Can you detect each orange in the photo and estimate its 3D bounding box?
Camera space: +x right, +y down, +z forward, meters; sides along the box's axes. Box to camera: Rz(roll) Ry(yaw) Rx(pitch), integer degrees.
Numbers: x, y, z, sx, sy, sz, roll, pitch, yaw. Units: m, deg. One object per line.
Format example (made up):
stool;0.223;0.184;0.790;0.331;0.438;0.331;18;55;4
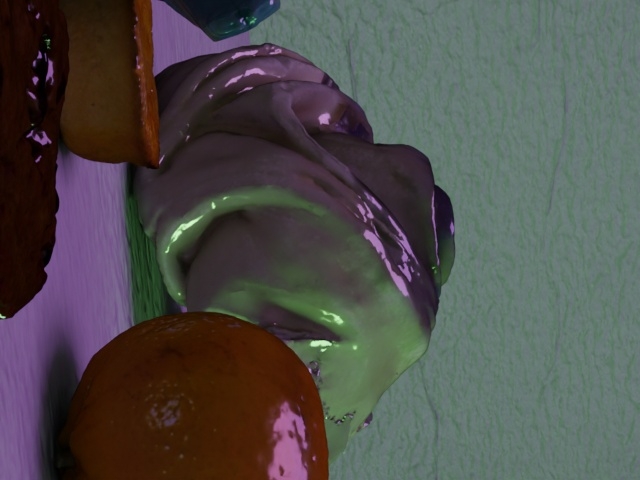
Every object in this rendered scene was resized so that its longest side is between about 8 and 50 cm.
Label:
orange;-0.072;0.129;0.886;0.177;0.155;0.178;5;90;-89

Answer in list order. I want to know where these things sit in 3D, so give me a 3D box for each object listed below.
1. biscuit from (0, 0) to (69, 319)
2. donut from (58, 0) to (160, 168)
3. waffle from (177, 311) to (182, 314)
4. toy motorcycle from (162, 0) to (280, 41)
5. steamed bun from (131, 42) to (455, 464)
biscuit;-0.140;-0.062;0.640;0.192;0.049;0.192;-4;90;-85
donut;-0.132;-0.116;0.942;0.152;0.058;0.152;-3;90;-90
waffle;-0.089;0.249;1.542;0.382;0.095;0.380;24;64;-86
toy motorcycle;-0.097;-0.203;0.823;0.198;0.109;0.296;64;-3;-34
steamed bun;0.000;0.000;1.317;0.346;0.237;0.394;47;27;-69
